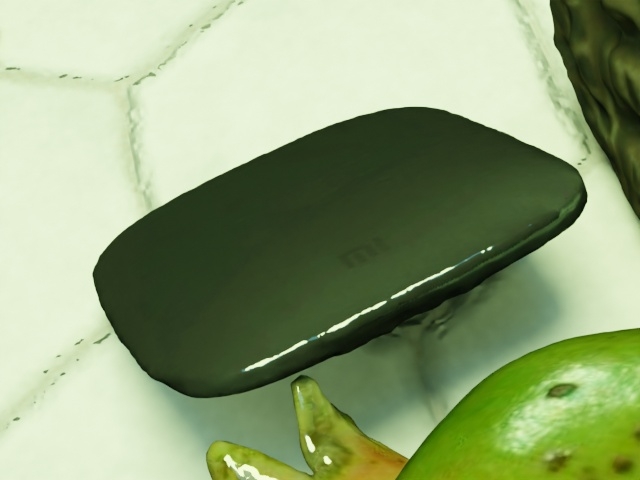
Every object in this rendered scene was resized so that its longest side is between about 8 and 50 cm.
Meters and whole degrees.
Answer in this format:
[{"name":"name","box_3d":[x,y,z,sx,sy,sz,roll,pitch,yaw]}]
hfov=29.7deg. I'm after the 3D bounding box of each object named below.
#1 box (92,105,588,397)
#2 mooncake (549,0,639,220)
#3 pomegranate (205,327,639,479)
[{"name":"box","box_3d":[0.000,0.000,0.578,0.213,0.042,0.201,-27,26,-10]},{"name":"mooncake","box_3d":[0.190,-0.088,0.541,0.124,0.228,0.228,-26,56,-5]},{"name":"pomegranate","box_3d":[0.097,0.115,0.437,0.231,0.231,0.286,-35,46,-12]}]
